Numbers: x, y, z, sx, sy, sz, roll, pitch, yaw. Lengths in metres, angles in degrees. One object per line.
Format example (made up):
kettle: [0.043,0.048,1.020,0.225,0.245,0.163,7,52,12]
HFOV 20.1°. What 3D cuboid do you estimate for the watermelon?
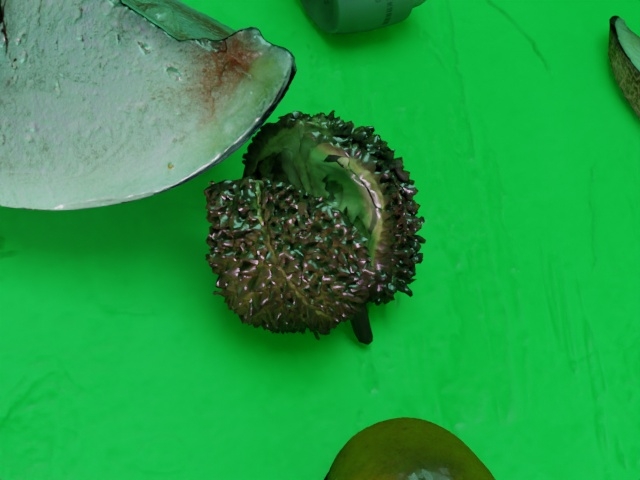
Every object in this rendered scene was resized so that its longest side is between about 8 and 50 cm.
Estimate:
watermelon: [-0.156,-0.160,1.434,0.320,0.213,0.289,-16,27,24]

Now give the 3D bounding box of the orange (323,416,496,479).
orange: [0.070,0.201,1.314,0.170,0.112,0.160,31,52,24]

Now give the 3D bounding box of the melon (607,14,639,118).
melon: [0.321,-0.138,1.665,0.182,0.054,0.098,39,48,15]

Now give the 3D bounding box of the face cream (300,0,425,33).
face cream: [0.038,-0.247,1.633,0.104,0.117,0.117,-24,62,-20]

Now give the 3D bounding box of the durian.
durian: [0.000,0.000,1.417,0.196,0.167,0.196,-4,97,-32]

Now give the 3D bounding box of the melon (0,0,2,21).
melon: [-0.367,-0.264,1.458,0.302,0.237,0.237,31,51,29]
